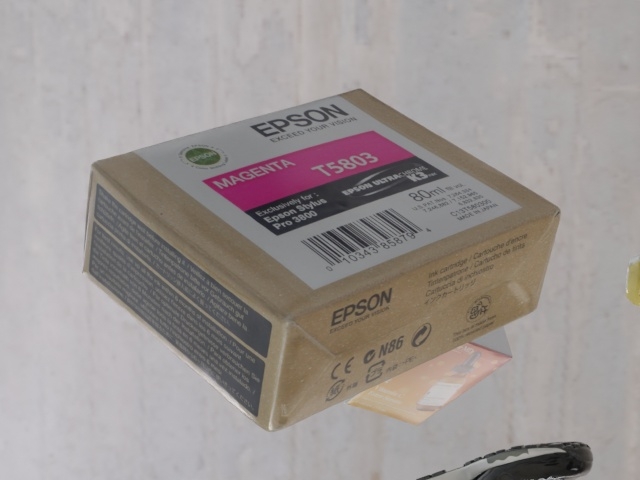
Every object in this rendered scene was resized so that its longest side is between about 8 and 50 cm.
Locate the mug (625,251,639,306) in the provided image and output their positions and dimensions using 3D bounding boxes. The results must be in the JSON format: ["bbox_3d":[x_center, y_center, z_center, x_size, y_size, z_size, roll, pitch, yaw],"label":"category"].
[{"bbox_3d":[0.301,0.035,1.244,0.064,0.078,0.062,7,85,12],"label":"mug"}]

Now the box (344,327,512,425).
[{"bbox_3d":[0.121,0.133,1.715,0.170,0.130,0.091,-41,45,32],"label":"box"}]

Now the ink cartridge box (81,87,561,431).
[{"bbox_3d":[0.000,0.000,0.890,0.193,0.234,0.088,36,131,35],"label":"ink cartridge box"}]

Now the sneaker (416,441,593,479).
[{"bbox_3d":[0.187,0.305,1.559,0.283,0.107,0.124,-27,68,35],"label":"sneaker"}]
